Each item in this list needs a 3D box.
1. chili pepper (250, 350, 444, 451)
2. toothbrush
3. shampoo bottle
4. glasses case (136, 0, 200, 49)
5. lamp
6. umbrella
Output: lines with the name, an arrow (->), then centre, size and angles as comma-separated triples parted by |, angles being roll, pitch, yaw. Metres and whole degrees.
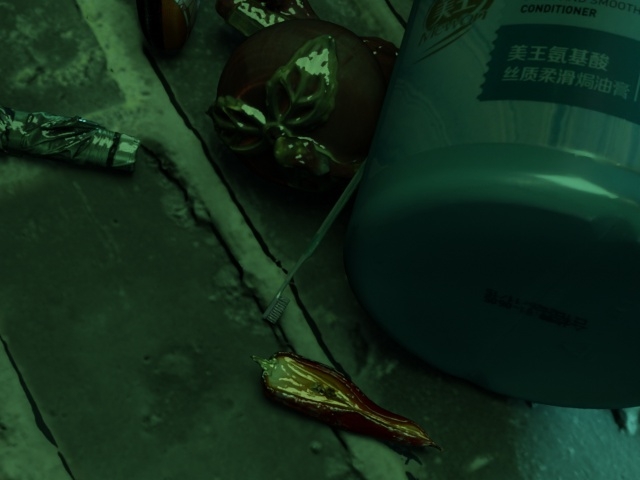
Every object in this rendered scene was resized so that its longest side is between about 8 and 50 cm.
chili pepper -> 0.022, 0.137, 1.415 | 0.178, 0.027, 0.045 | 22, 61, 2
toothbrush -> 0.000, 0.000, 1.448 | 0.014, 0.011, 0.167 | 33, 96, -4
shampoo bottle -> 0.212, -0.080, 1.413 | 0.331, 0.331, 0.342 | 19, 59, 0
glasses case -> -0.137, -0.304, 1.595 | 0.067, 0.103, 0.266 | 4, 65, -1
lamp -> -0.025, -0.136, 1.513 | 0.215, 0.151, 0.223 | 38, 17, -5
umbrella -> -0.252, -0.093, 1.485 | 0.188, 0.050, 0.046 | 13, 79, -5
